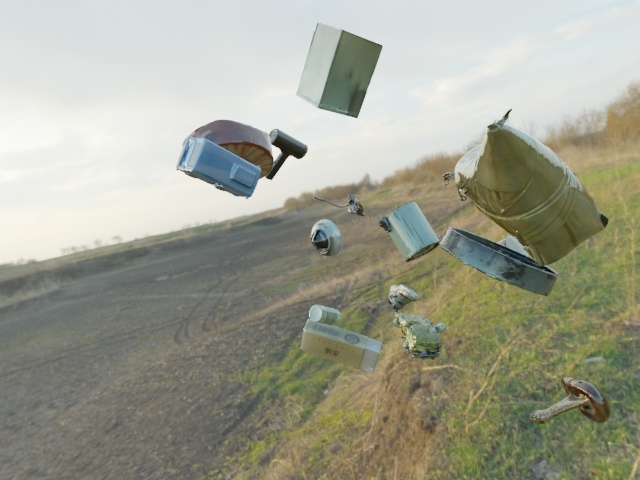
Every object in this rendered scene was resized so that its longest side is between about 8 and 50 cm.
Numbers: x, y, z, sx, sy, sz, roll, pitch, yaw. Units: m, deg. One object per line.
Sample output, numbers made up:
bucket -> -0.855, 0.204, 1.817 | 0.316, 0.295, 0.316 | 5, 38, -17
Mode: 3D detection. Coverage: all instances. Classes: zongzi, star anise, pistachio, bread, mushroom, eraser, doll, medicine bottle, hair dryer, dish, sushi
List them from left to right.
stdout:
bread -> -0.329, -0.318, 1.491 | 0.296, 0.114, 0.328 | -22, -20, 31
hair dryer -> -0.203, -0.411, 2.026 | 0.197, 0.251, 0.089 | 23, 15, -40
dish -> 0.000, 0.000, 1.462 | 0.078, 0.140, 0.141 | -19, 8, -41
medicine bottle -> 0.013, 0.200, 1.079 | 0.047, 0.047, 0.083 | -9, -22, 38
star anise -> 0.102, -0.182, 2.198 | 0.228, 0.218, 0.148 | -19, 24, 32
eraser -> 0.088, 0.465, 1.786 | 0.344, 0.143, 0.078 | 15, 33, 10
sushi -> 0.331, 0.334, 1.451 | 0.139, 0.130, 0.291 | 7, 14, -2
doll -> 0.409, 0.359, 1.683 | 0.214, 0.071, 0.103 | 1, -24, 19
zongzi -> 0.362, -0.184, 0.904 | 0.181, 0.418, 0.447 | -46, 33, 12
pistachio -> 0.853, 0.079, 1.800 | 0.144, 0.214, 0.143 | -6, -37, -5
mushroom -> 0.810, 0.554, 1.337 | 0.218, 0.147, 0.227 | -28, -19, 1

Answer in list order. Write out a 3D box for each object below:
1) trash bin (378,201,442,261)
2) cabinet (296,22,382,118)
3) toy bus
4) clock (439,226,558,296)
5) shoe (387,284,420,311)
trash bin -> 0.495, -0.045, 2.215 | 0.278, 0.262, 0.217 | -21, -18, -19
cabinet -> 0.048, -0.485, 1.161 | 0.145, 0.205, 0.150 | 2, 30, -34
toy bus -> -0.301, -0.216, 1.241 | 0.134, 0.115, 0.234 | 13, -7, 45
clock -> 0.503, 0.052, 1.159 | 0.326, 0.067, 0.325 | 20, 14, -5
shoe -> 0.395, 0.292, 2.019 | 0.125, 0.099, 0.228 | -54, 11, -14
